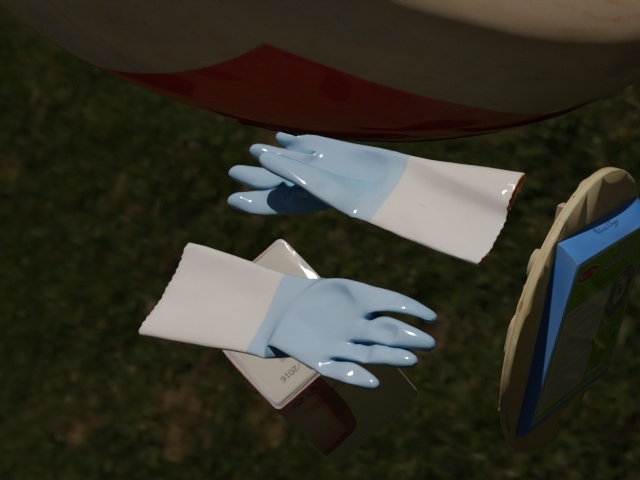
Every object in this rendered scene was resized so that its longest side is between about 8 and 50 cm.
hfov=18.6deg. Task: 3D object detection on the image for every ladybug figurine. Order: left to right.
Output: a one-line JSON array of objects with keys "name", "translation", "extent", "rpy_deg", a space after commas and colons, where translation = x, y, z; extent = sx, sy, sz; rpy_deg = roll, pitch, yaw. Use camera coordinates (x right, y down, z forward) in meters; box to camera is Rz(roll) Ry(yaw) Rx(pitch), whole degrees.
[{"name": "ladybug figurine", "translation": [0.003, -0.159, 0.869], "extent": [0.162, 0.449, 0.305], "rpy_deg": [-49, 56, 33]}]

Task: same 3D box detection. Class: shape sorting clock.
[{"name": "shape sorting clock", "translation": [0.171, 0.047, 1.342], "extent": [0.040, 0.206, 0.206], "rpy_deg": [24, 94, 23]}]

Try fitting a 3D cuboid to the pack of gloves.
[{"name": "pack of gloves", "translation": [0.000, 0.000, 1.373], "extent": [0.232, 0.046, 0.195], "rpy_deg": [12, 59, 32]}]

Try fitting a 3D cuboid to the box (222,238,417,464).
[{"name": "box", "translation": [-0.012, 0.123, 2.075], "extent": [0.127, 0.232, 0.148], "rpy_deg": [-42, 63, -3]}]
